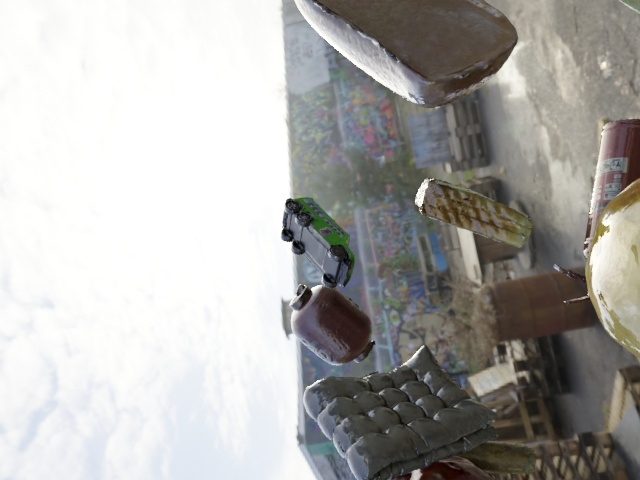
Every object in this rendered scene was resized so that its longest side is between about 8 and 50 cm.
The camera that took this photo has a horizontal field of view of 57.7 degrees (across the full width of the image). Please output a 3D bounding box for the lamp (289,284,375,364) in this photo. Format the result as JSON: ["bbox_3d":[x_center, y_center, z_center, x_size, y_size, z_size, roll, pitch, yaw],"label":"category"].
[{"bbox_3d":[0.023,0.222,1.537,0.258,0.180,0.180,40,-167,-6],"label":"lamp"}]

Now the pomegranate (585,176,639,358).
[{"bbox_3d":[0.524,0.045,0.750,0.332,0.332,0.333,-12,-90,-84],"label":"pomegranate"}]

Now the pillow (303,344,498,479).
[{"bbox_3d":[0.152,0.329,1.112,0.228,0.326,0.101,39,131,49],"label":"pillow"}]

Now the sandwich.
[{"bbox_3d":[0.378,-0.075,1.460,0.301,0.271,0.099,-44,-22,-80],"label":"sandwich"}]

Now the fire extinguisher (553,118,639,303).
[{"bbox_3d":[0.506,-0.043,1.024,0.106,0.147,0.337,49,-126,-73],"label":"fire extinguisher"}]

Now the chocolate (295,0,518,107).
[{"bbox_3d":[0.081,-0.228,0.632,0.261,0.161,0.083,50,155,28],"label":"chocolate"}]

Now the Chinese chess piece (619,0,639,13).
[{"bbox_3d":[0.366,-0.290,0.551,0.188,0.188,0.083,62,-130,-69],"label":"Chinese chess piece"}]

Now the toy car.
[{"bbox_3d":[0.000,0.000,0.892,0.165,0.062,0.071,46,140,34],"label":"toy car"}]

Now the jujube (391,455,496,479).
[{"bbox_3d":[0.263,0.590,1.132,0.377,0.276,0.276,62,-168,-21],"label":"jujube"}]

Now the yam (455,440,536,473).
[{"bbox_3d":[0.305,0.467,1.273,0.067,0.317,0.071,81,-167,-59],"label":"yam"}]
